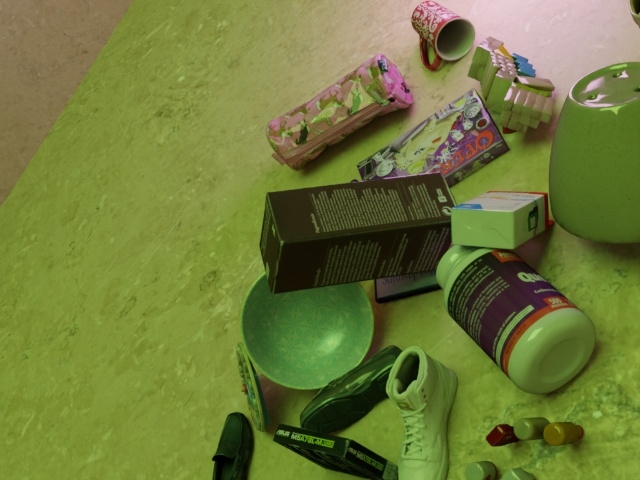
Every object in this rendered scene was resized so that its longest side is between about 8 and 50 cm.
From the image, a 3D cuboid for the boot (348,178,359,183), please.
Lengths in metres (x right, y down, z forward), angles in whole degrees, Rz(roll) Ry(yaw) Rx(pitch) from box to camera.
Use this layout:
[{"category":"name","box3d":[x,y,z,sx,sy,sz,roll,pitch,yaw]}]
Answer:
[{"category":"boot","box3d":[0.000,0.000,2.217,0.280,0.096,0.264,-23,55,35]}]

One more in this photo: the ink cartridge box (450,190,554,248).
[{"category":"ink cartridge box","box3d":[0.372,-0.049,1.816,0.134,0.231,0.078,4,106,34]}]

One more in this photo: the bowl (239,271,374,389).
[{"category":"bowl","box3d":[-0.028,0.179,2.009,0.289,0.289,0.156,-48,-1,1]}]

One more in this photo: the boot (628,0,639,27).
[{"category":"boot","box3d":[0.710,-0.388,1.801,0.095,0.203,0.262,-29,44,21]}]

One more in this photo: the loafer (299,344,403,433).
[{"category":"loafer","box3d":[0.071,0.316,1.907,0.267,0.096,0.084,-31,34,6]}]

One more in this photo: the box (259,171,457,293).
[{"category":"box","box3d":[0.075,-0.015,1.867,0.381,0.191,0.143,-8,56,-16]}]

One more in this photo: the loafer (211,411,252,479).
[{"category":"loafer","box3d":[-0.201,0.482,2.009,0.076,0.078,0.223,-19,50,28]}]

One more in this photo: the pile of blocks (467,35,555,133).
[{"category":"pile of blocks","box3d":[0.440,-0.338,2.085,0.362,0.149,0.113,-99,18,-51]}]

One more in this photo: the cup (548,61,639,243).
[{"category":"cup","box3d":[0.569,-0.187,1.670,0.331,0.237,0.331,-17,31,10]}]

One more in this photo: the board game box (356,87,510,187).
[{"category":"board game box","box3d":[0.260,-0.197,2.154,0.347,0.056,0.208,-33,49,16]}]

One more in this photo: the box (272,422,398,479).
[{"category":"box","box3d":[0.033,0.422,1.778,0.184,0.190,0.045,4,65,42]}]

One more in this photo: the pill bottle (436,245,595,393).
[{"category":"pill bottle","box3d":[0.359,0.132,1.727,0.181,0.181,0.323,-45,43,4]}]

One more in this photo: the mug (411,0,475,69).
[{"category":"mug","box3d":[0.295,-0.536,2.327,0.150,0.113,0.169,-40,39,6]}]

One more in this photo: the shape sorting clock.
[{"category":"shape sorting clock","box3d":[-0.158,0.327,2.013,0.040,0.206,0.206,-18,43,-10]}]

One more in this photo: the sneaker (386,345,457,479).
[{"category":"sneaker","box3d":[0.174,0.351,1.730,0.108,0.169,0.292,-8,57,33]}]

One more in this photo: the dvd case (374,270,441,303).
[{"category":"dvd case","box3d":[0.198,0.006,2.035,0.180,0.022,0.253,-16,61,26]}]

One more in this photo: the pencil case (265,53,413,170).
[{"category":"pencil case","box3d":[0.044,-0.328,2.348,0.386,0.167,0.160,-28,81,21]}]

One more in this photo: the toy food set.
[{"category":"toy food set","box3d":[0.359,0.392,1.626,0.111,0.104,0.232,48,113,34]}]
